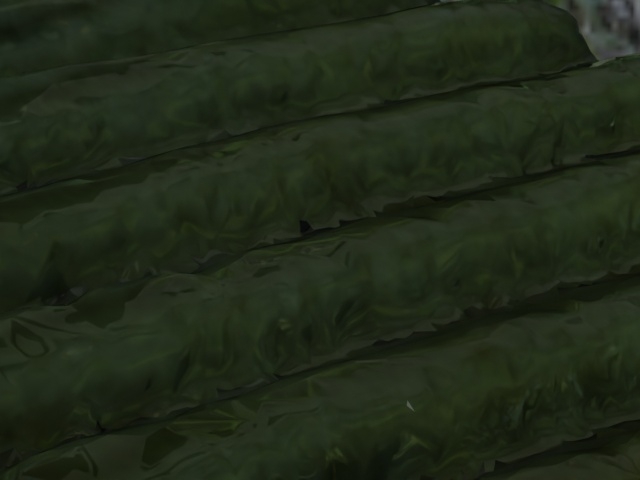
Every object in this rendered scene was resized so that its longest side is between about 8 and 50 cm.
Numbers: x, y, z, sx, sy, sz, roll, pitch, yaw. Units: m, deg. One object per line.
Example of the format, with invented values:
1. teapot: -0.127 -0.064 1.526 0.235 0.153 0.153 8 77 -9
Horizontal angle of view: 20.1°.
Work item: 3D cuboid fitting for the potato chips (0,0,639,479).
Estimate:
1. potato chips: 0.000 0.000 0.578 0.429 0.070 0.358 -14 -139 -38
